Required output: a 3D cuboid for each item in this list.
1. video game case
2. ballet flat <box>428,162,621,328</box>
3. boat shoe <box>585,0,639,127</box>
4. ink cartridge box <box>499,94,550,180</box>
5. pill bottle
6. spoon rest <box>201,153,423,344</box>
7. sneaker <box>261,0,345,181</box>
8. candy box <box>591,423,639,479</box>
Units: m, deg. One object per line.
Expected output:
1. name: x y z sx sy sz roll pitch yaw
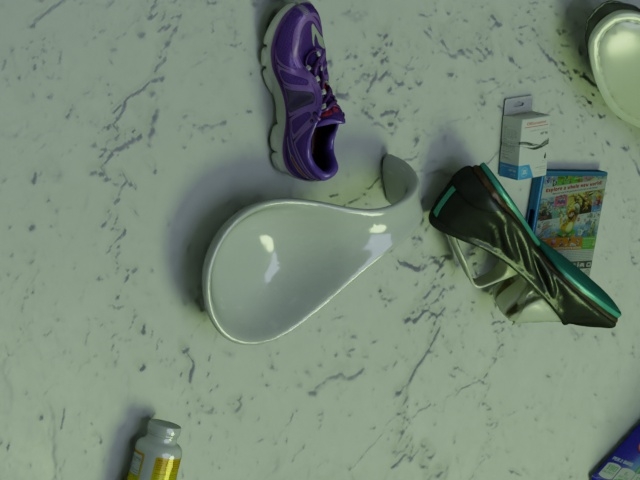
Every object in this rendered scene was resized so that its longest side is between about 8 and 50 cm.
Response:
1. video game case: 0.268 0.003 1.860 0.119 0.015 0.166 -1 104 -43
2. ballet flat: 0.208 0.024 1.758 0.096 0.095 0.280 -41 123 10
3. boat shoe: 0.376 -0.182 1.853 0.109 0.091 0.305 -38 136 19
4. ink cartridge box: 0.218 -0.109 1.764 0.048 0.028 0.083 -13 111 -42
5. pill bottle: -0.150 0.205 1.496 0.043 0.043 0.083 10 97 -46
6. spoon rest: 0.000 0.000 1.548 0.276 0.084 0.137 -31 123 -35
7. sneaker: -0.005 -0.135 1.508 0.068 0.071 0.170 -24 118 -37
8. candy box: 0.537 0.272 2.030 0.317 0.268 0.122 -40 131 -29
